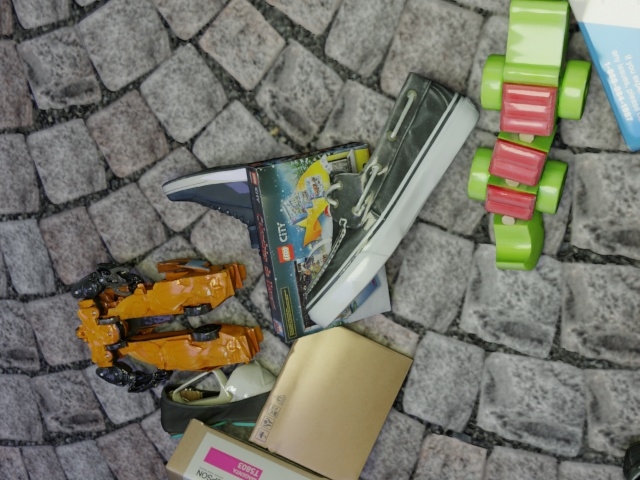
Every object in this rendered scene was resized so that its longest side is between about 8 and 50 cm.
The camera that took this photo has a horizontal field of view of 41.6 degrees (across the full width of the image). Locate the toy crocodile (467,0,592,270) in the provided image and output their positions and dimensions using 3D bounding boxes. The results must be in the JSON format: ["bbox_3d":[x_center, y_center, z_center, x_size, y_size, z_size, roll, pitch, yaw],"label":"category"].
[{"bbox_3d":[0.235,-0.114,0.974,0.115,0.105,0.341,14,131,17],"label":"toy crocodile"}]

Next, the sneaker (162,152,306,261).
[{"bbox_3d":[-0.110,-0.027,1.175,0.226,0.086,0.164,-5,102,22],"label":"sneaker"}]

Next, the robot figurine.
[{"bbox_3d":[-0.240,0.123,1.275,0.290,0.085,0.211,-7,103,23],"label":"robot figurine"}]

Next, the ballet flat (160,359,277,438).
[{"bbox_3d":[-0.132,0.237,1.266,0.280,0.095,0.096,-13,93,24],"label":"ballet flat"}]

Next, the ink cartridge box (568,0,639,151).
[{"bbox_3d":[0.448,-0.299,0.822,0.394,0.166,0.286,-20,99,27],"label":"ink cartridge box"}]

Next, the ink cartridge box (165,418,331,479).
[{"bbox_3d":[-0.105,0.384,1.254,0.234,0.088,0.193,21,145,12],"label":"ink cartridge box"}]

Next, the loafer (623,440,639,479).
[{"bbox_3d":[0.488,0.272,1.037,0.223,0.078,0.076,-18,100,25],"label":"loafer"}]

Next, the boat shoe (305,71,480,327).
[{"bbox_3d":[0.062,-0.053,1.050,0.119,0.121,0.335,33,90,0],"label":"boat shoe"}]

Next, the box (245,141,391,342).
[{"bbox_3d":[0.000,0.000,1.109,0.159,0.044,0.233,-14,105,-21],"label":"box"}]

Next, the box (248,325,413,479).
[{"bbox_3d":[0.015,0.223,1.182,0.164,0.021,0.201,25,89,0],"label":"box"}]
